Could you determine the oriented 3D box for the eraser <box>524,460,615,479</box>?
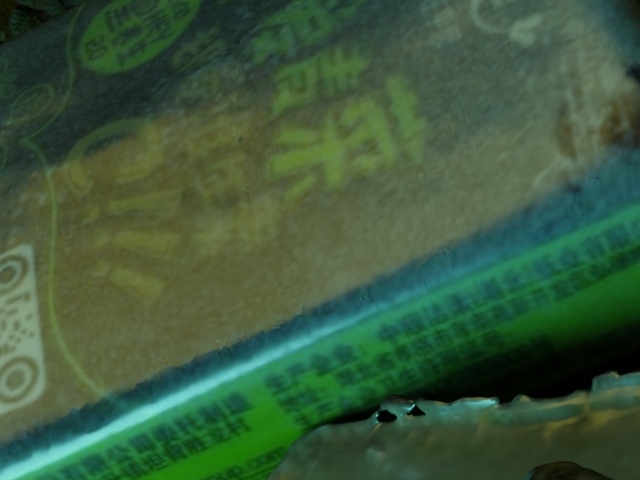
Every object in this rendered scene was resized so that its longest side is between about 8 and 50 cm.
[{"bbox_3d":[0.083,0.165,0.246,0.155,0.101,0.332,-51,23,0],"label":"eraser"}]

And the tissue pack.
[{"bbox_3d":[-0.027,-0.022,0.739,0.394,0.124,0.288,-24,45,12],"label":"tissue pack"}]

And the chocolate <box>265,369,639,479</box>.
[{"bbox_3d":[0.065,0.129,0.531,0.261,0.083,0.161,-11,37,46],"label":"chocolate"}]
